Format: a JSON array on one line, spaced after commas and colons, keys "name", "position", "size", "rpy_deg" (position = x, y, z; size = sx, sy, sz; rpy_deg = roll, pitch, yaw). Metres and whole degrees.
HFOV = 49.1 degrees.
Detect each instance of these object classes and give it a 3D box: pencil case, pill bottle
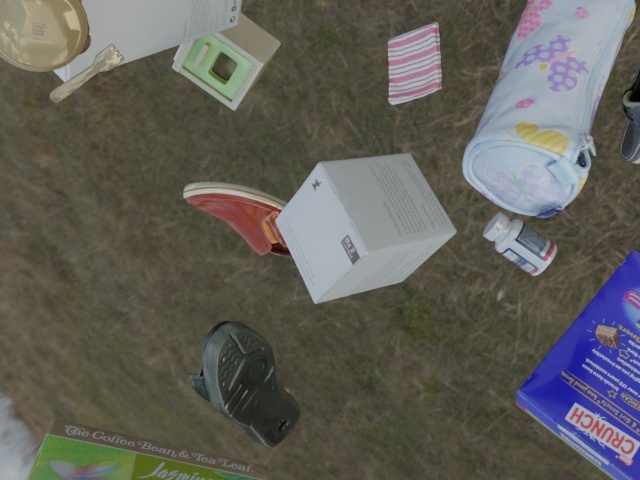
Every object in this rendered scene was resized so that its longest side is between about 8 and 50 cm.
[{"name": "pencil case", "position": [0.238, -0.159, 0.717], "size": [0.113, 0.273, 0.124], "rpy_deg": [34, 151, -15]}, {"name": "pill bottle", "position": [0.540, 0.005, 1.907], "size": [0.180, 0.108, 0.108], "rpy_deg": [35, 146, -2]}]

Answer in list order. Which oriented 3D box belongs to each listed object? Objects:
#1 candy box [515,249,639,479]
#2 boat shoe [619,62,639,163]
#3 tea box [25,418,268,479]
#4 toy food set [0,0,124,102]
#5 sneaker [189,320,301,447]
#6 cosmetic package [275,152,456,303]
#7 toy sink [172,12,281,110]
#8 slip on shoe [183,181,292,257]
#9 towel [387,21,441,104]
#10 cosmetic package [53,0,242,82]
[{"name": "candy box", "position": [0.519, 0.219, 1.124], "size": [0.268, 0.317, 0.122], "rpy_deg": [38, 168, 29]}, {"name": "boat shoe", "position": [0.683, -0.292, 1.478], "size": [0.103, 0.092, 0.285], "rpy_deg": [-98, 11, -48]}, {"name": "tea box", "position": [-0.253, 0.451, 0.924], "size": [0.329, 0.323, 0.220], "rpy_deg": [16, 112, -13]}, {"name": "toy food set", "position": [-0.357, -0.278, 0.892], "size": [0.192, 0.132, 0.038], "rpy_deg": [55, 180, -44]}, {"name": "sneaker", "position": [-0.106, 0.147, 0.790], "size": [0.130, 0.087, 0.227], "rpy_deg": [29, 159, 29]}, {"name": "cosmetic package", "position": [0.064, -0.021, 1.030], "size": [0.151, 0.184, 0.151], "rpy_deg": [-49, 60, 46]}, {"name": "toy sink", "position": [-0.237, -0.433, 1.568], "size": [0.234, 0.131, 0.153], "rpy_deg": [36, 132, -8]}, {"name": "slip on shoe", "position": [-0.109, -0.026, 1.344], "size": [0.331, 0.101, 0.123], "rpy_deg": [24, 164, -20]}, {"name": "towel", "position": [0.233, -0.446, 1.761], "size": [0.144, 0.029, 0.197], "rpy_deg": [-12, 68, 34]}, {"name": "cosmetic package", "position": [-0.326, -0.426, 1.191], "size": [0.197, 0.365, 0.155], "rpy_deg": [41, 140, 20]}]
